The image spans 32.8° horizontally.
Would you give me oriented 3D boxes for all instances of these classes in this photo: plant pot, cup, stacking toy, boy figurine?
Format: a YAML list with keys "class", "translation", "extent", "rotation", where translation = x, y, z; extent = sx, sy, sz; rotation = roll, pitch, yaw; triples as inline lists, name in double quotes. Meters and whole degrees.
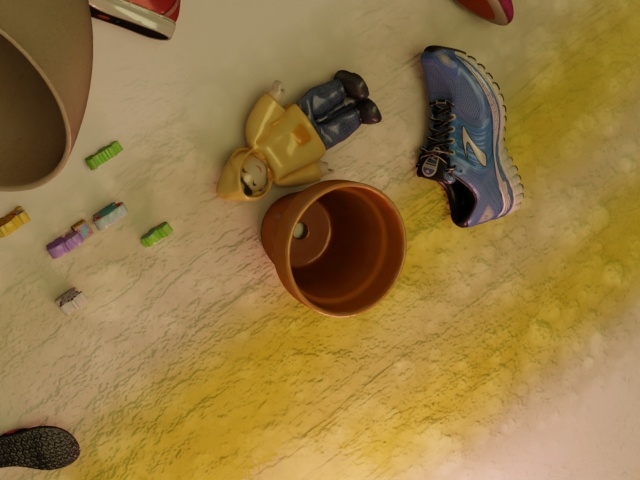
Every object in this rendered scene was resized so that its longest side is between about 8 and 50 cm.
- class: "plant pot"
  translation: [0.000, 0.000, 1.699]
  extent: [0.205, 0.188, 0.205]
  rotation: [-5, 102, -26]
- class: "cup"
  translation: [-0.423, -0.260, 1.394]
  extent: [0.331, 0.331, 0.237]
  rotation: [45, 46, -26]
- class: "stacking toy"
  translation: [-0.342, -0.017, 1.602]
  extent: [0.221, 0.052, 0.167]
  rotation: [-37, 114, -16]
- class: "boy figurine"
  translation: [-0.048, -0.161, 1.701]
  extent: [0.285, 0.092, 0.177]
  rotation: [-35, 116, -20]

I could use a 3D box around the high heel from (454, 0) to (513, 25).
- class: "high heel"
  translation: [0.233, -0.529, 1.757]
  extent: [0.377, 0.127, 0.181]
  rotation: [47, 71, -30]

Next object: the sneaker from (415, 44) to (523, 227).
- class: "sneaker"
  translation: [0.230, -0.166, 1.817]
  extent: [0.147, 0.130, 0.330]
  rotation: [-30, 112, -21]

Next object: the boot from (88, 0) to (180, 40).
- class: "boot"
  translation: [-0.302, -0.405, 1.537]
  extent: [0.244, 0.088, 0.176]
  rotation: [16, 86, -29]

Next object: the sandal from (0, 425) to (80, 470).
- class: "sandal"
  translation: [-0.450, 0.309, 1.623]
  extent: [0.179, 0.040, 0.067]
  rotation: [-2, 95, -12]
